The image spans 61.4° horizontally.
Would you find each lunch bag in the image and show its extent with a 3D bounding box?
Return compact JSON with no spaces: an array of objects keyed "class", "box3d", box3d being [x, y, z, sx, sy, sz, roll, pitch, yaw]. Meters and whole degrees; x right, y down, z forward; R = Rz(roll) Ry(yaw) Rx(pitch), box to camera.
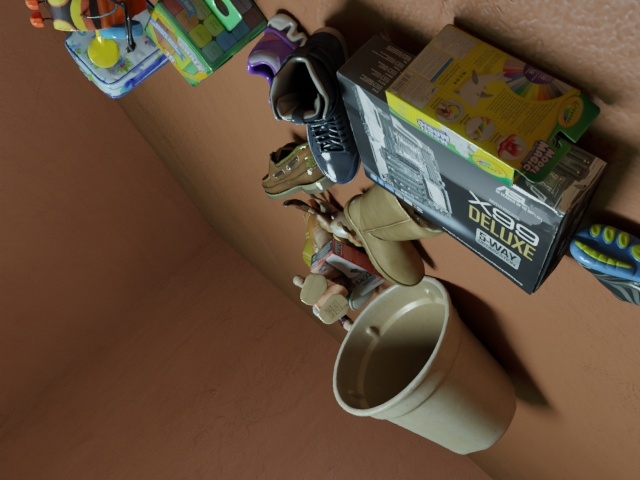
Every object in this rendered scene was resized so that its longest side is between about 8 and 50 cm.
[{"class":"lunch bag","box3d":[-0.456,-0.450,1.252,0.176,0.219,0.090,45,167,2]}]

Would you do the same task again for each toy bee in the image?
[{"class":"toy bee","box3d":[-0.373,-0.386,0.859,0.298,0.162,0.196,-133,40,-74]}]

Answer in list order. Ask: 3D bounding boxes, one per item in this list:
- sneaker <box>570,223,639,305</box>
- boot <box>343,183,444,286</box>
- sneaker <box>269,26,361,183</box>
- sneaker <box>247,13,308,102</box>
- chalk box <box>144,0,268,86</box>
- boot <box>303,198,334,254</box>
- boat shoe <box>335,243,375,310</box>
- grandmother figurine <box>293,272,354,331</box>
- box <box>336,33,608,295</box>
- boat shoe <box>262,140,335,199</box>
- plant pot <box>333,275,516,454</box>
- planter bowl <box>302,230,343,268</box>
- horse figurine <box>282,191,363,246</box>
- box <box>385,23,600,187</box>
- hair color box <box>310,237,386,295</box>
[{"class":"sneaker","box3d":[0.363,0.045,0.580,0.188,0.067,0.078,36,-176,31]},{"class":"boot","box3d":[0.153,-0.010,0.979,0.236,0.089,0.269,47,165,-7]},{"class":"sneaker","box3d":[-0.002,-0.155,0.732,0.086,0.163,0.226,-2,121,17]},{"class":"sneaker","box3d":[-0.024,-0.228,0.839,0.236,0.104,0.095,46,165,-6]},{"class":"chalk box","box3d":[-0.187,-0.358,0.891,0.132,0.132,0.213,50,166,-20]},{"class":"boot","box3d":[0.000,0.000,1.407,0.197,0.072,0.152,95,158,-50]},{"class":"boat shoe","box3d":[0.090,0.104,1.481,0.079,0.095,0.255,43,162,31]},{"class":"grandmother figurine","box3d":[0.020,0.158,1.388,0.208,0.104,0.342,53,177,5]},{"class":"box","box3d":[0.173,-0.087,0.675,0.307,0.076,0.242,40,171,25]},{"class":"boat shoe","box3d":[-0.055,-0.162,1.154,0.104,0.110,0.307,54,155,-18]},{"class":"plant pot","box3d":[0.249,0.300,1.188,0.305,0.334,0.333,39,170,-20]},{"class":"planter bowl","box3d":[0.012,0.052,1.582,0.217,0.090,0.217,44,167,13]},{"class":"horse figurine","box3d":[0.042,-0.040,1.243,0.263,0.066,0.174,30,176,26]},{"class":"box","box3d":[0.167,-0.132,0.534,0.179,0.105,0.043,39,173,25]},{"class":"hair color box","box3d":[0.069,0.067,1.316,0.167,0.053,0.093,27,135,-25]}]
